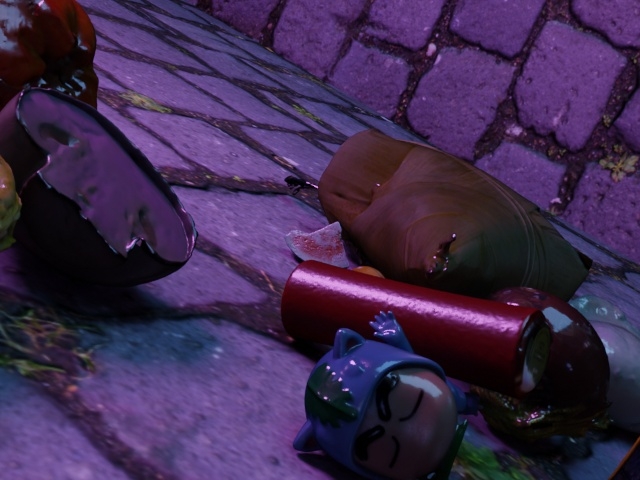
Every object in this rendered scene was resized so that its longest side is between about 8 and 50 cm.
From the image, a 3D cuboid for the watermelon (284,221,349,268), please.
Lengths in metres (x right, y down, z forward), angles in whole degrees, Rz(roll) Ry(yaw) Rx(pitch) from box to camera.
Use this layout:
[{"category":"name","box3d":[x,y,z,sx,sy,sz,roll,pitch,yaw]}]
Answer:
[{"category":"watermelon","box3d":[0.000,0.000,1.125,0.085,0.061,0.085,28,13,-7]}]

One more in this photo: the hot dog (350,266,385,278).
[{"category":"hot dog","box3d":[0.063,0.087,0.931,0.055,0.072,0.188,-7,30,-26]}]

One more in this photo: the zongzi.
[{"category":"zongzi","box3d":[0.068,-0.048,1.128,0.447,0.181,0.418,33,10,29]}]

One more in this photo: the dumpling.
[{"category":"dumpling","box3d":[0.324,0.144,1.099,0.217,0.104,0.149,23,22,-15]}]

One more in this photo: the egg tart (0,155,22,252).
[{"category":"egg tart","box3d":[-0.317,-0.035,0.619,0.241,0.105,0.241,23,18,-8]}]

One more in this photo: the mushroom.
[{"category":"mushroom","box3d":[-0.196,-0.029,0.771,0.188,0.117,0.141,43,36,-16]}]

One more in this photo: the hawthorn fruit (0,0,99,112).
[{"category":"hawthorn fruit","box3d":[-0.345,-0.173,0.874,0.299,0.211,0.211,19,13,13]}]

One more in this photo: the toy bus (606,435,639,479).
[{"category":"toy bus","box3d":[0.258,0.256,0.600,0.123,0.121,0.335,32,13,-9]}]

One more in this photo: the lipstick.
[{"category":"lipstick","box3d":[0.078,0.074,0.834,0.241,0.080,0.080,11,5,32]}]

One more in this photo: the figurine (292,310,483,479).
[{"category":"figurine","box3d":[0.072,0.138,0.717,0.144,0.114,0.178,40,11,36]}]

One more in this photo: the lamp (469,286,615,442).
[{"category":"lamp","box3d":[0.202,0.125,0.926,0.157,0.135,0.156,20,-39,51]}]
